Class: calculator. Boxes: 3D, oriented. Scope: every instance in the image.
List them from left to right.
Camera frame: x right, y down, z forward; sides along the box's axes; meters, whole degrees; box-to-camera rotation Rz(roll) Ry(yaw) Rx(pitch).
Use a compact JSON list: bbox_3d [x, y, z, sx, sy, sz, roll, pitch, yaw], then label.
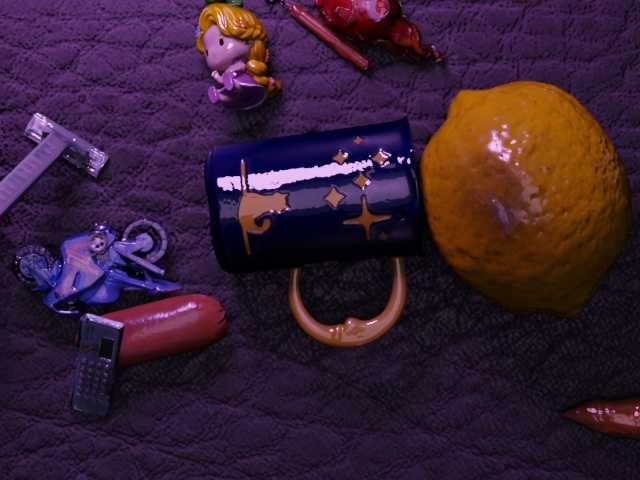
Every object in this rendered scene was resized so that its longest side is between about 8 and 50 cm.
[{"bbox_3d":[-0.283,0.158,1.844,0.057,0.018,0.172,15,131,-3],"label":"calculator"}]

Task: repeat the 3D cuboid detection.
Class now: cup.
[{"bbox_3d":[-0.003,-0.014,1.799,0.256,0.178,0.255,-8,64,2],"label":"cup"}]

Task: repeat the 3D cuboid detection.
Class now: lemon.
[{"bbox_3d":[0.251,-0.049,1.779,0.253,0.253,0.310,-26,86,0],"label":"lemon"}]

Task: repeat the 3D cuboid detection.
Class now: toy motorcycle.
[{"bbox_3d":[-0.286,0.040,1.870,0.205,0.076,0.114,-13,100,-2],"label":"toy motorcycle"}]

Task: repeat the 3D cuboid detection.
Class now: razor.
[{"bbox_3d":[-0.351,-0.080,1.775,0.111,0.278,0.056,31,118,-1],"label":"razor"}]

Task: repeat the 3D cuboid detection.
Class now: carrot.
[{"bbox_3d":[0.413,0.225,1.880,0.205,0.072,0.072,3,91,6],"label":"carrot"}]

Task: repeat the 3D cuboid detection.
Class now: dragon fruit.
[{"bbox_3d":[0.079,-0.283,1.858,0.190,0.094,0.094,28,91,-6],"label":"dragon fruit"}]

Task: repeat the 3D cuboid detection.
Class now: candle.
[{"bbox_3d":[-0.004,-0.274,1.889,0.167,0.021,0.026,36,64,1],"label":"candle"}]

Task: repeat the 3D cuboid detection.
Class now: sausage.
[{"bbox_3d":[-0.213,0.116,1.867,0.194,0.077,0.077,-13,91,3],"label":"sausage"}]

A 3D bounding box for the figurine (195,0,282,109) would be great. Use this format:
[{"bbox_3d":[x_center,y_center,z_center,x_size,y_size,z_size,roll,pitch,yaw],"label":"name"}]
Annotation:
[{"bbox_3d":[-0.101,-0.246,1.867,0.095,0.115,0.156,-30,69,33],"label":"figurine"}]
